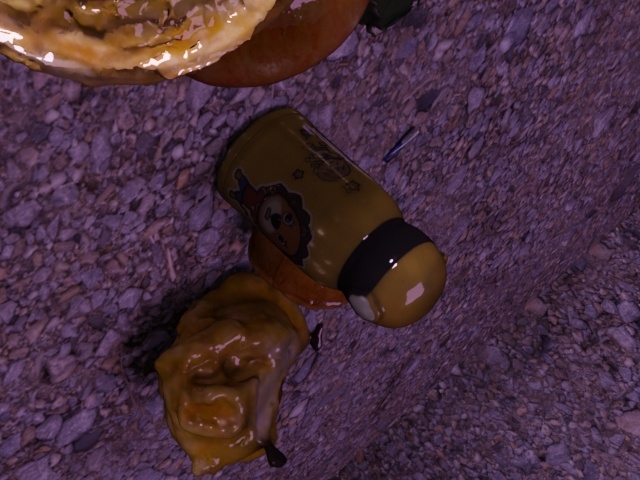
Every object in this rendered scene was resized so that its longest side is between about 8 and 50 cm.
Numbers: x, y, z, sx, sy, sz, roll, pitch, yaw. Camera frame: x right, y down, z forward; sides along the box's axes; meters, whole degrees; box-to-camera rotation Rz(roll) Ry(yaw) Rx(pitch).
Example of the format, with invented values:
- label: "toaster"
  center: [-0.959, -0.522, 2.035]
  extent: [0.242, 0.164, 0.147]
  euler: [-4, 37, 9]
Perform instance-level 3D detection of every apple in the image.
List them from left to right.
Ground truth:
- label: "apple"
  center: [-0.079, -0.283, 0.869]
  extent: [0.264, 0.264, 0.264]
  euler: [-37, 155, -21]

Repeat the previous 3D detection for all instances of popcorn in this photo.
- label: "popcorn"
  center: [-0.159, 0.227, 1.568]
  extent: [0.316, 0.281, 0.297]
  euler: [-65, 161, -57]

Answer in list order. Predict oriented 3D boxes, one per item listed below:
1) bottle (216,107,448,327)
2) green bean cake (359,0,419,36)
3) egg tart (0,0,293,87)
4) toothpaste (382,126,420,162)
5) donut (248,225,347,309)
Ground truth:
- label: "bottle"
  center: [0.025, -0.023, 1.328]
  extent: [0.171, 0.351, 0.171]
  euler: [-37, 153, -22]
- label: "green bean cake"
  center: [0.088, -0.379, 1.163]
  extent: [0.222, 0.125, 0.227]
  euler: [-51, 158, 4]
- label: "egg tart"
  center: [-0.149, -0.271, 0.671]
  extent: [0.341, 0.341, 0.129]
  euler: [-41, -177, -12]
- label: "toothpaste"
  center: [0.145, -0.171, 1.719]
  extent: [0.083, 0.015, 0.024]
  euler: [-45, 158, 10]
- label: "donut"
  center: [0.002, 0.001, 1.501]
  extent: [0.226, 0.226, 0.114]
  euler: [-30, 155, -34]
